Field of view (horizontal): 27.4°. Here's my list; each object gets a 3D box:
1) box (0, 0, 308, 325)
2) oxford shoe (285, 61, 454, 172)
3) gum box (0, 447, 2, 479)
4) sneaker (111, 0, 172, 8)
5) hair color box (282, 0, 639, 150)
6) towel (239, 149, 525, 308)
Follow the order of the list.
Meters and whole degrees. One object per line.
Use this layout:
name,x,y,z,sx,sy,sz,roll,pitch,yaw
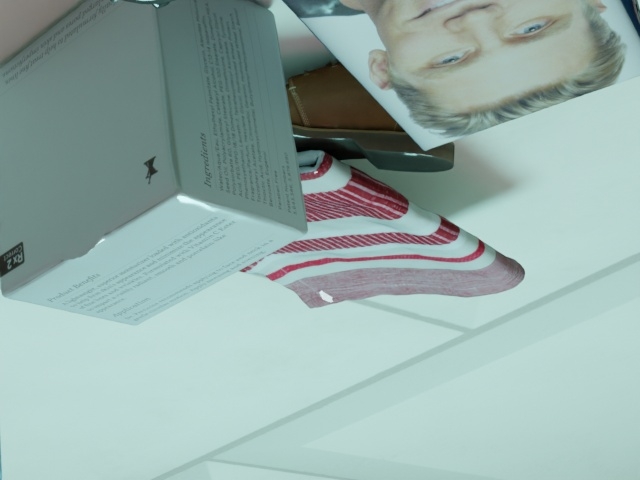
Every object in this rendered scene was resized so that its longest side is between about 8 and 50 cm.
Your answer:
box,-0.122,-0.061,0.888,0.181,0.182,0.119,-28,150,35
oxford shoe,-0.002,-0.100,0.983,0.212,0.076,0.076,6,171,6
gum box,-0.322,0.108,1.170,0.041,0.184,0.157,-7,155,-4
sneaker,-0.135,-0.211,0.607,0.234,0.078,0.106,43,122,-11
hair color box,0.067,-0.188,0.772,0.174,0.105,0.347,-18,153,21
towel,0.000,0.000,1.137,0.237,0.037,0.329,-7,160,34
